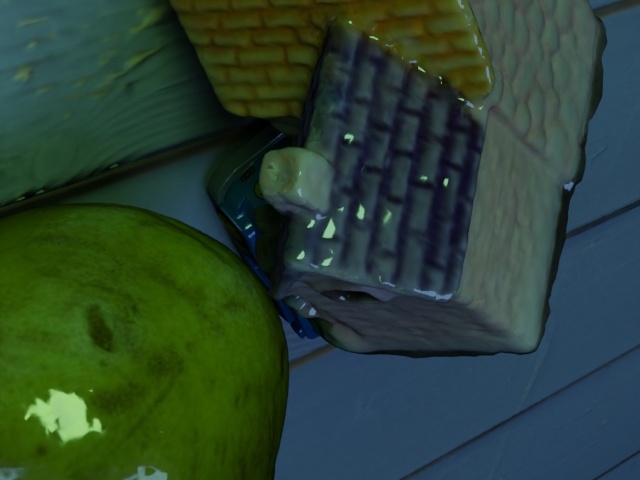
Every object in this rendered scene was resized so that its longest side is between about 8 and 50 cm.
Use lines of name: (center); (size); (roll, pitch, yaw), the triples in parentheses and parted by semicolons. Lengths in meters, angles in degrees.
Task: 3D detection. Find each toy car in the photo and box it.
toy car: (0.000, 0.000, 1.202); (0.097, 0.100, 0.191); (-40, 147, -10)

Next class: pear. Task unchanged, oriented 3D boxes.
pear: (-0.143, 0.108, 0.976); (0.269, 0.269, 0.321); (-55, 158, 12)

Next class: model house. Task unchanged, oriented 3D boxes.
model house: (0.017, -0.074, 0.979); (0.237, 0.202, 0.237); (34, 67, -55)
